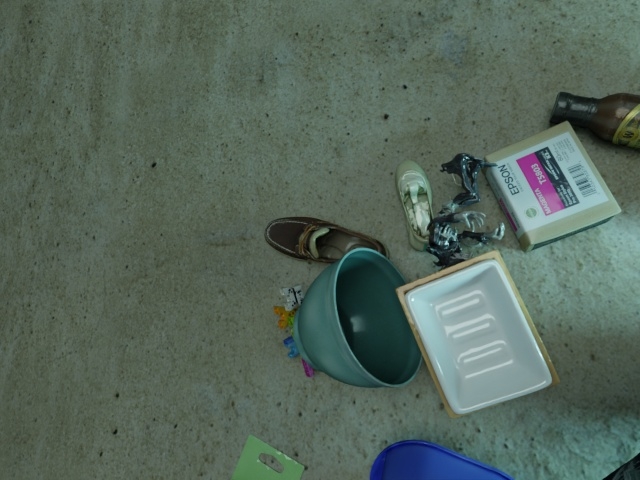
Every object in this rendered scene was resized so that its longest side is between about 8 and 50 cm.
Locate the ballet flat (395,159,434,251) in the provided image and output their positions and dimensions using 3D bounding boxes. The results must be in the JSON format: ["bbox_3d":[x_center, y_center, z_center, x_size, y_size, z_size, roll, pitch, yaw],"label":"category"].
[{"bbox_3d":[0.236,-0.097,1.024,0.086,0.086,0.249,-15,73,14],"label":"ballet flat"}]

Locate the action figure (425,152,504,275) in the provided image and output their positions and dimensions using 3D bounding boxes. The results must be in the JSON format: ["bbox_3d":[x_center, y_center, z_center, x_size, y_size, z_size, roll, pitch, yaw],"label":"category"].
[{"bbox_3d":[0.311,-0.043,0.907,0.140,0.164,0.276,12,93,40],"label":"action figure"}]

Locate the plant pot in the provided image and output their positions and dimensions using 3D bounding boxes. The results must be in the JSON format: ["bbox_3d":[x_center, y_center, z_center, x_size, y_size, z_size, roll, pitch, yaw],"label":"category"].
[{"bbox_3d":[0.064,0.188,0.928,0.196,0.293,0.293,-29,68,38],"label":"plant pot"}]

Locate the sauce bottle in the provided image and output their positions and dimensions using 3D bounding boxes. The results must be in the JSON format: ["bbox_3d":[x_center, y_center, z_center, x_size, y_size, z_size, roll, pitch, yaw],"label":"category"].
[{"bbox_3d":[0.688,-0.254,0.902,0.344,0.111,0.111,18,83,22],"label":"sauce bottle"}]

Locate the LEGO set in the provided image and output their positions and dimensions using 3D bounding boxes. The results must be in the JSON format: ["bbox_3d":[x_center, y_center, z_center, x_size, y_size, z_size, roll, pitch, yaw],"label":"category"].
[{"bbox_3d":[-0.046,0.207,1.040,0.087,0.093,0.227,-4,104,51],"label":"LEGO set"}]

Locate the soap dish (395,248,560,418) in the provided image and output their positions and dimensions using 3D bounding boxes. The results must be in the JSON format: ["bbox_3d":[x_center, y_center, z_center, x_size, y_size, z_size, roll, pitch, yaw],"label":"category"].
[{"bbox_3d":[0.322,0.194,0.886,0.228,0.118,0.291,-24,82,11],"label":"soap dish"}]

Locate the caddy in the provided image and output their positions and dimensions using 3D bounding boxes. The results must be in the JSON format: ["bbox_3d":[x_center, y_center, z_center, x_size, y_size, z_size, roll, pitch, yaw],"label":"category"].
[{"bbox_3d":[0.252,0.546,0.820,0.341,0.179,0.241,16,106,19],"label":"caddy"}]

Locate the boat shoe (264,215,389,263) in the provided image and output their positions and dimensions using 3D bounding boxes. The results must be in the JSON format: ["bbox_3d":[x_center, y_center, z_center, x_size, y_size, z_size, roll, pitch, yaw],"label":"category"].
[{"bbox_3d":[0.000,0.000,1.054,0.341,0.123,0.123,17,83,21],"label":"boat shoe"}]

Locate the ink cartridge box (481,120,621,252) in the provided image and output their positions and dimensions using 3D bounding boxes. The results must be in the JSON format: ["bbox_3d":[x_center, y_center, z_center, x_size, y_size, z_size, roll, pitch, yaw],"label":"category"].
[{"bbox_3d":[0.505,-0.118,0.939,0.193,0.088,0.235,-23,72,10],"label":"ink cartridge box"}]

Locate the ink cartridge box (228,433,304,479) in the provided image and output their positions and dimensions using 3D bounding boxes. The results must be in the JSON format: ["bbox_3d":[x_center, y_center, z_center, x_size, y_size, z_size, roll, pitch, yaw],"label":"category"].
[{"bbox_3d":[-0.159,0.620,0.998,0.171,0.056,0.235,20,86,22],"label":"ink cartridge box"}]

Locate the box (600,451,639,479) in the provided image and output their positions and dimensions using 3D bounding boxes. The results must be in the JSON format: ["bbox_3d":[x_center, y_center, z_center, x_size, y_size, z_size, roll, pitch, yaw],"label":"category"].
[{"bbox_3d":[0.465,0.371,0.398,0.480,0.472,0.297,-39,57,4],"label":"box"}]
